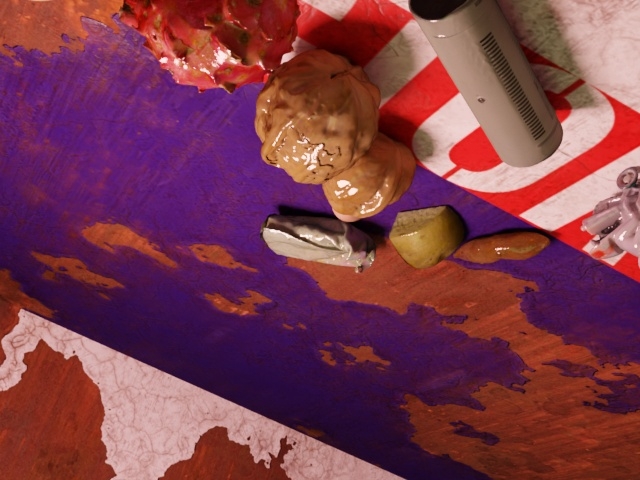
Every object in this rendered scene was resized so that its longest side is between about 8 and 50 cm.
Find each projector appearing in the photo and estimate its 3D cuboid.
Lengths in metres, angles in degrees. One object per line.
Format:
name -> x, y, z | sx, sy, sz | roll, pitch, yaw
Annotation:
projector -> 0.237, -0.236, 1.495 | 0.108, 0.108, 0.337 | 1, 149, 34

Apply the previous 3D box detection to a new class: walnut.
walnut -> -0.007, -0.191, 1.666 | 0.198, 0.198, 0.245 | 22, 152, -5
walnut -> 0.078, -0.114, 1.817 | 0.166, 0.149, 0.166 | -15, 157, -6

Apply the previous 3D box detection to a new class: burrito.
burrito -> 0.000, 0.000, 2.159 | 0.228, 0.089, 0.144 | 11, 167, 19

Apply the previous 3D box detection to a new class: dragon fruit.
dragon fruit -> -0.159, -0.310, 1.515 | 0.268, 0.205, 0.210 | 7, 160, 18

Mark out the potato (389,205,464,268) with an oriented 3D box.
potato -> 0.220, 0.007, 2.021 | 0.120, 0.081, 0.149 | -7, 144, 47

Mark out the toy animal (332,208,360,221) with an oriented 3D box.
toy animal -> 0.067, -0.073, 1.972 | 0.089, 0.083, 0.150 | 46, 167, -7

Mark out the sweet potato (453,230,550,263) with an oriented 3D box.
sweet potato -> 0.325, 0.014, 1.989 | 0.218, 0.051, 0.065 | -8, 158, 45

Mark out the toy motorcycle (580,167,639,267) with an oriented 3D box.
toy motorcycle -> 0.516, -0.023, 1.650 | 0.110, 0.171, 0.260 | 37, 147, -29
